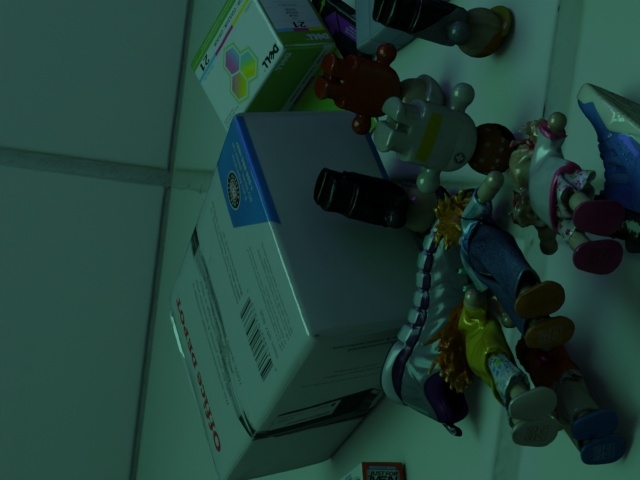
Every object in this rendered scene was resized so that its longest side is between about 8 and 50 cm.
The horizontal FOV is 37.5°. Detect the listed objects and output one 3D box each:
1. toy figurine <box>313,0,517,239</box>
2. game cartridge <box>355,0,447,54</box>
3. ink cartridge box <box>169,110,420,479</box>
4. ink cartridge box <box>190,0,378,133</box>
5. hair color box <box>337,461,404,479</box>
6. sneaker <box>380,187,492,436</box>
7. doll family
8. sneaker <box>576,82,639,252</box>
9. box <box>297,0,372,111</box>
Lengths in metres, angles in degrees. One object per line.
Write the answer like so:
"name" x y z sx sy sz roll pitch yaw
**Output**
"toy figurine" 0.096 -0.123 0.932 0.209 0.148 0.213 137 139 -54
"game cartridge" 0.110 -0.348 1.097 0.294 0.060 0.196 136 134 -62
"ink cartridge box" -0.042 0.079 1.131 0.395 0.166 0.285 119 138 -51
"ink cartridge box" -0.054 -0.204 1.290 0.189 0.097 0.255 -49 62 45
"hair color box" 0.058 0.332 1.016 0.093 0.053 0.167 124 146 -57
"sneaker" 0.136 0.067 0.880 0.098 0.083 0.224 30 112 38
"doll family" 0.133 0.040 0.693 0.163 0.118 0.263 -114 14 -62
"sneaker" 0.213 -0.048 0.673 0.085 0.058 0.152 -64 32 26
"box" 0.014 -0.246 1.301 0.116 0.029 0.162 42 131 31
